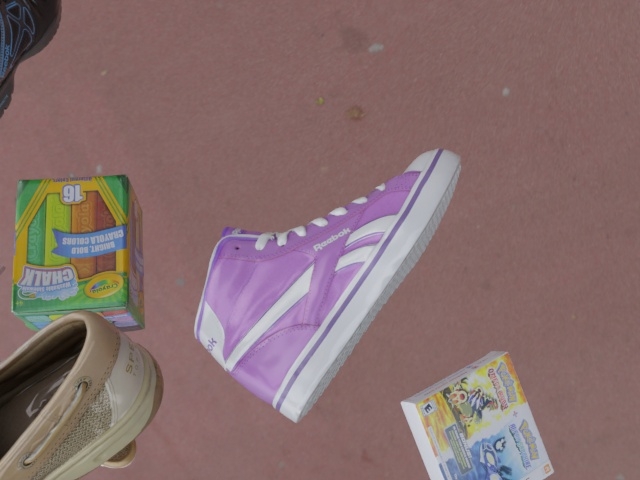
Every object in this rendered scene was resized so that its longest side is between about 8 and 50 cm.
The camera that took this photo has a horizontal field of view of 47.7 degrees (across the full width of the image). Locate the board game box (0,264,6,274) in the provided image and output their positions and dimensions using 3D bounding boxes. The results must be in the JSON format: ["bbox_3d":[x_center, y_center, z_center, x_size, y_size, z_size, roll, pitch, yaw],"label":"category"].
[{"bbox_3d":[-0.743,0.216,1.316,0.050,0.390,0.390,40,85,-17],"label":"board game box"}]

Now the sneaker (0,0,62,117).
[{"bbox_3d":[-0.461,-0.319,1.031,0.125,0.341,0.140,9,149,-5],"label":"sneaker"}]

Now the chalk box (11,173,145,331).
[{"bbox_3d":[-0.391,0.060,1.193,0.180,0.289,0.179,-5,161,-6],"label":"chalk box"}]

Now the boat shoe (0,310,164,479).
[{"bbox_3d":[-0.282,0.176,0.536,0.121,0.341,0.110,41,167,35],"label":"boat shoe"}]

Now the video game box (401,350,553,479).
[{"bbox_3d":[0.239,0.297,1.085,0.048,0.187,0.205,-18,94,62],"label":"video game box"}]

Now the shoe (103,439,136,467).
[{"bbox_3d":[-0.370,0.315,1.194,0.219,0.076,0.058,21,147,37],"label":"shoe"}]

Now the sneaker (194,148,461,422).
[{"bbox_3d":[0.000,0.000,0.647,0.161,0.282,0.102,35,164,15],"label":"sneaker"}]
